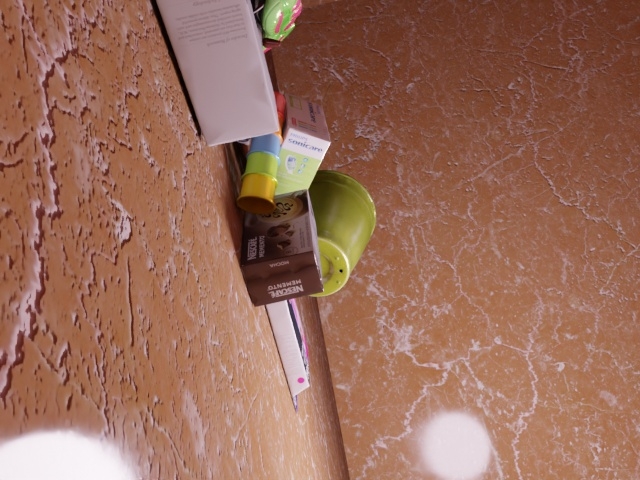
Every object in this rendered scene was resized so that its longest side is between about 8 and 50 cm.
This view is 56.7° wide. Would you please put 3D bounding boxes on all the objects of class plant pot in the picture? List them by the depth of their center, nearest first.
[{"bbox_3d":[0.000,0.000,2.035,0.353,0.366,0.367,-77,157,-57],"label":"plant pot"}]

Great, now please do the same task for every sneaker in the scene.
[{"bbox_3d":[-0.193,-0.742,1.922,0.202,0.185,0.483,53,-15,-9],"label":"sneaker"}]

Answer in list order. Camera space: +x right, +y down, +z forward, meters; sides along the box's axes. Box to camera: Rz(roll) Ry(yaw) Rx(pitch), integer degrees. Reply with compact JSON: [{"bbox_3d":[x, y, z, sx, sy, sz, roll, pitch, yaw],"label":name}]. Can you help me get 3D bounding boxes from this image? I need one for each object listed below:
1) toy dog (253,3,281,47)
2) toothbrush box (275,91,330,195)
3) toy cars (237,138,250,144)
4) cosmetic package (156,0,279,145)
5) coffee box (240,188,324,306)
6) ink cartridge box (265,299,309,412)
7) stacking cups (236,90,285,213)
[{"bbox_3d":[-0.198,-0.584,1.672,0.220,0.160,0.334,100,-13,-49],"label":"toy dog"},{"bbox_3d":[-0.089,-0.223,1.626,0.206,0.122,0.283,-99,-149,-50],"label":"toothbrush box"},{"bbox_3d":[-0.202,-0.344,1.550,0.394,0.087,0.177,-71,169,-78],"label":"toy cars"},{"bbox_3d":[-0.196,-0.399,1.108,0.217,0.156,0.385,-102,178,-49],"label":"cosmetic package"},{"bbox_3d":[-0.092,0.009,1.419,0.297,0.168,0.119,-97,174,-57],"label":"coffee box"},{"bbox_3d":[-0.082,0.276,1.644,0.176,0.069,0.371,-97,177,-64],"label":"ink cartridge box"},{"bbox_3d":[-0.136,-0.226,1.446,0.096,0.095,0.316,73,22,-66],"label":"stacking cups"}]
